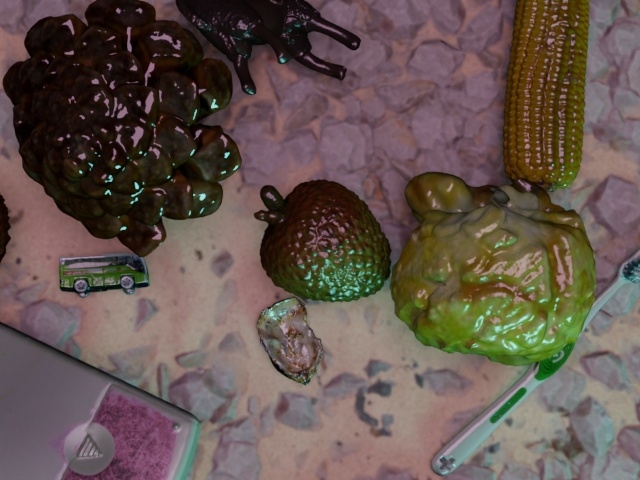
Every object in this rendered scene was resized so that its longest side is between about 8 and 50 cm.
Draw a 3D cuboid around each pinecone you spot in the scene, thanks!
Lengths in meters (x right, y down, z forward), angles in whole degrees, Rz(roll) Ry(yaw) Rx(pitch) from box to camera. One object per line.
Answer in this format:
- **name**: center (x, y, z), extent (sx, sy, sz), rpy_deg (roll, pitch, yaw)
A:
- **pinecone**: center (-0.174, -0.110, 1.555), extent (0.202, 0.201, 0.229), rpy_deg (-33, 94, 2)

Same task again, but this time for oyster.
- **oyster**: center (-0.028, 0.097, 1.642), extent (0.054, 0.019, 0.083), rpy_deg (-23, 86, -6)

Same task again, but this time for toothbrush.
- **toothbrush**: center (0.215, 0.112, 1.654), extent (0.304, 0.030, 0.030), rpy_deg (-45, 90, -2)

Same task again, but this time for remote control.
- **remote control**: center (-0.283, 0.155, 1.575), extent (0.344, 0.050, 0.145), rpy_deg (26, 75, 7)

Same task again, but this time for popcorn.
- **popcorn**: center (0.150, 0.017, 1.587), extent (0.198, 0.198, 0.212), rpy_deg (-14, 54, -4)

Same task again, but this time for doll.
- **doll**: center (-0.064, -0.205, 1.617), extent (0.139, 0.057, 0.165), rpy_deg (-18, 55, -43)

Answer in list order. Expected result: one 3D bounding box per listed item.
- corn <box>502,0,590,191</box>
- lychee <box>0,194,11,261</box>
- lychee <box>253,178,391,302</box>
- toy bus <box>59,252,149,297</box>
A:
- **corn**: center (0.214, -0.160, 1.641), extent (0.080, 0.080, 0.231), rpy_deg (5, 87, -3)
- **lychee**: center (-0.341, -0.013, 1.577), extent (0.123, 0.129, 0.123), rpy_deg (-7, 125, -10)
- **lychee**: center (0.000, 0.000, 1.605), extent (0.146, 0.114, 0.114), rpy_deg (31, 85, -21)
- **toy bus**: center (-0.202, 0.032, 1.629), extent (0.083, 0.031, 0.037), rpy_deg (-4, 77, -4)
